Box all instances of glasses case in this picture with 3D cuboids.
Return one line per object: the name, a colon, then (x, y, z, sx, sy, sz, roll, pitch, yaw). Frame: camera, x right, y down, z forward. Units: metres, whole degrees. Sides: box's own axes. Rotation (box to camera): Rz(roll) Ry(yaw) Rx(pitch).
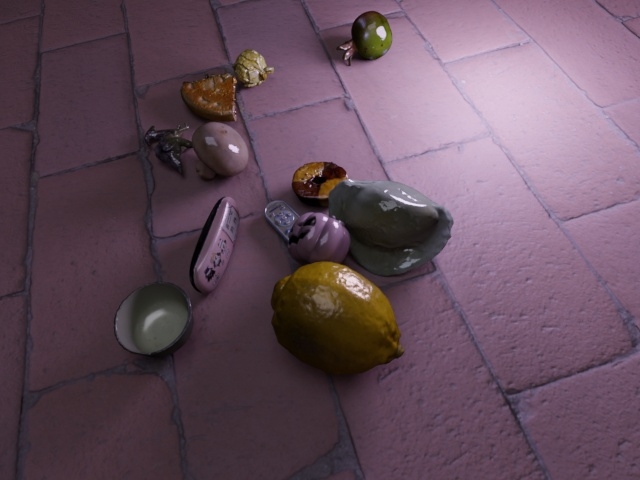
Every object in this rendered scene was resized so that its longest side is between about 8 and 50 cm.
glasses case: (-0.313, 0.010, 1.366, 0.075, 0.122, 0.315, 5, 57, 15)

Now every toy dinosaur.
toy dinosaur: (-0.531, -0.353, 1.653, 0.162, 0.077, 0.294, -36, 47, -12)

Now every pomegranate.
pomegranate: (0.175, -0.797, 1.808, 0.224, 0.181, 0.182, -27, 58, 7)

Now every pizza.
pizza: (-0.401, -0.561, 1.761, 0.289, 0.081, 0.229, 27, 71, 20)

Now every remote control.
remote control: (-0.088, -0.036, 1.417, 0.087, 0.047, 0.244, -34, 60, -19)

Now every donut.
donut: (0.000, -0.179, 1.483, 0.183, 0.073, 0.166, -6, 58, 3)

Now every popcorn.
popcorn: (-0.274, -0.682, 1.797, 0.162, 0.136, 0.141, 24, 56, 22)

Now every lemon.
lemon: (0.036, 0.192, 1.137, 0.315, 0.285, 0.286, 6, 55, -17)

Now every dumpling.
dumpling: (0.189, -0.065, 1.312, 0.320, 0.212, 0.270, 24, 66, 33)

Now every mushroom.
mushroom: (-0.354, -0.293, 1.547, 0.204, 0.204, 0.204, -3, 57, 4)

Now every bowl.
bowl: (-0.440, 0.228, 1.247, 0.211, 0.112, 0.212, -3, 58, 5)

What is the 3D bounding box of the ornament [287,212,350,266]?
ornament: (0.000, 0.000, 1.266, 0.177, 0.178, 0.178, -3, 57, 4)
